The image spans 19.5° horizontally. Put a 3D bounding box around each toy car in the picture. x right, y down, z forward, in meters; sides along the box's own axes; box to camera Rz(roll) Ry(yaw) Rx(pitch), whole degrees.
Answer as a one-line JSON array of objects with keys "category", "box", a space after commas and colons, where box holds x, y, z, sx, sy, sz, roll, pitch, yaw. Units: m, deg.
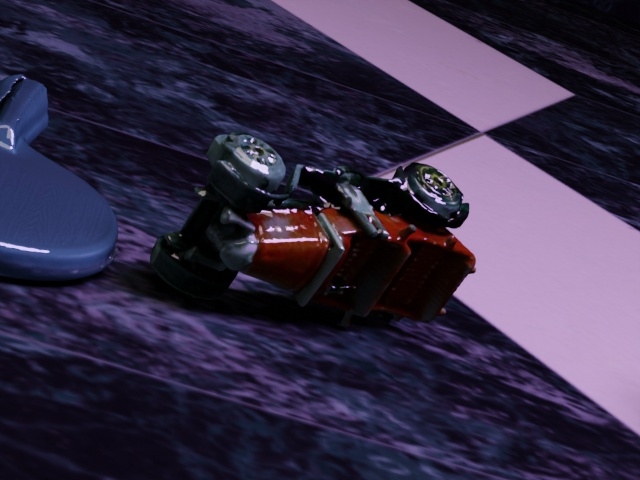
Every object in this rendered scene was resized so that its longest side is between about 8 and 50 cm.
[{"category": "toy car", "box": [0.000, 0.000, 0.784, 0.143, 0.073, 0.054, 8, 37, -42]}]

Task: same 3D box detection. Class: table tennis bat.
[{"category": "table tennis bat", "box": [-0.140, -0.032, 0.783, 0.124, 0.033, 0.201, 21, 17, -8]}]
